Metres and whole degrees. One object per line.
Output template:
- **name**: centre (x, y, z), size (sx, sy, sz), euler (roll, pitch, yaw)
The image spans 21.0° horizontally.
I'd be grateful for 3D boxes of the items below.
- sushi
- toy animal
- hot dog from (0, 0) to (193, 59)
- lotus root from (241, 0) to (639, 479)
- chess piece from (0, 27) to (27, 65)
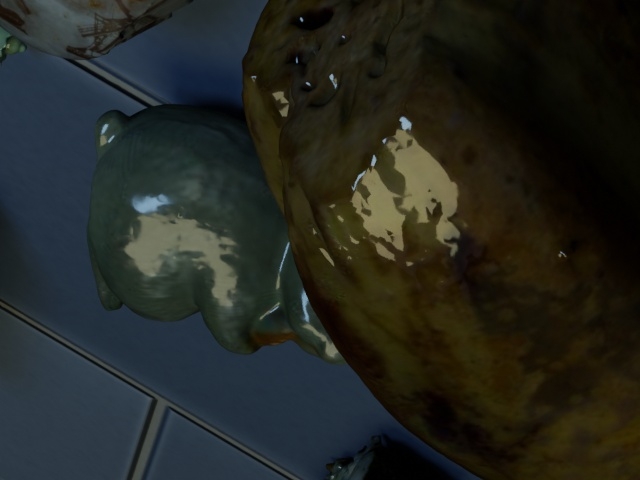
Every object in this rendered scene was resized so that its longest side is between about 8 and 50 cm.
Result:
- **sushi**: centre (0.028, 0.189, 1.105), size (0.078, 0.090, 0.150), euler (32, 148, -7)
- **toy animal**: centre (-0.008, 0.006, 0.856), size (0.236, 0.108, 0.138), euler (14, 144, 27)
- **hot dog**: centre (-0.089, -0.170, 0.714), size (0.144, 0.075, 0.268), euler (30, 146, -4)
- **lotus root**: centre (0.077, 0.001, 0.710), size (0.193, 0.193, 0.291), euler (-1, 141, 43)
- **chess piece**: centre (-0.197, -0.124, 0.912), size (0.093, 0.042, 0.042), euler (28, 150, -4)
